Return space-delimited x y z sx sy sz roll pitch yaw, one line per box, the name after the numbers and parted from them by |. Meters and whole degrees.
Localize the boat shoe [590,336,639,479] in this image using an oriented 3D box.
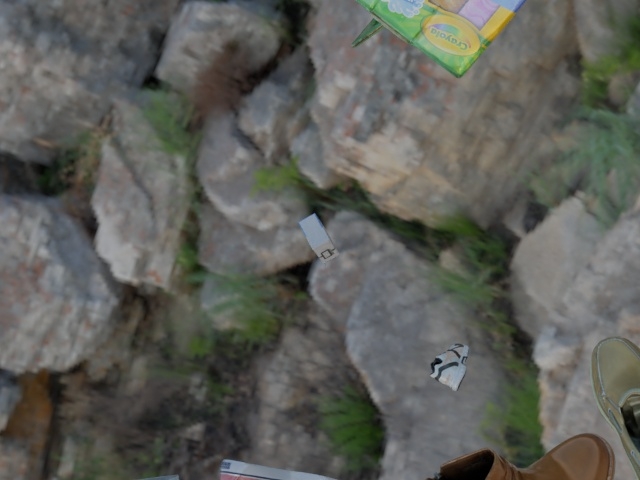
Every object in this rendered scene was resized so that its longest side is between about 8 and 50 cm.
0.289 0.151 1.168 0.068 0.072 0.190 -26 44 7 | boat shoe

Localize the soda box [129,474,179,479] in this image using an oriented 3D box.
-0.264 0.368 1.631 0.286 0.091 0.098 -34 63 55 | soda box

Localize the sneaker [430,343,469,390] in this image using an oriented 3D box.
0.168 0.158 1.704 0.109 0.043 0.040 -63 -5 -73 | sneaker

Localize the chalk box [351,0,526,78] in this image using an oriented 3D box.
0.100 -0.218 0.949 0.213 0.132 0.132 -50 5 37 | chalk box

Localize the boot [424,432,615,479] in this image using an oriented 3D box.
0.225 0.293 1.550 0.283 0.220 0.109 -37 45 -7 | boot

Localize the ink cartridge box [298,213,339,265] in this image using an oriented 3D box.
0.000 0.000 1.847 0.028 0.083 0.048 -29 67 2 | ink cartridge box

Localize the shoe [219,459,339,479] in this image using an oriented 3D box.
-0.045 0.321 1.588 0.063 0.178 0.081 -15 63 64 | shoe
